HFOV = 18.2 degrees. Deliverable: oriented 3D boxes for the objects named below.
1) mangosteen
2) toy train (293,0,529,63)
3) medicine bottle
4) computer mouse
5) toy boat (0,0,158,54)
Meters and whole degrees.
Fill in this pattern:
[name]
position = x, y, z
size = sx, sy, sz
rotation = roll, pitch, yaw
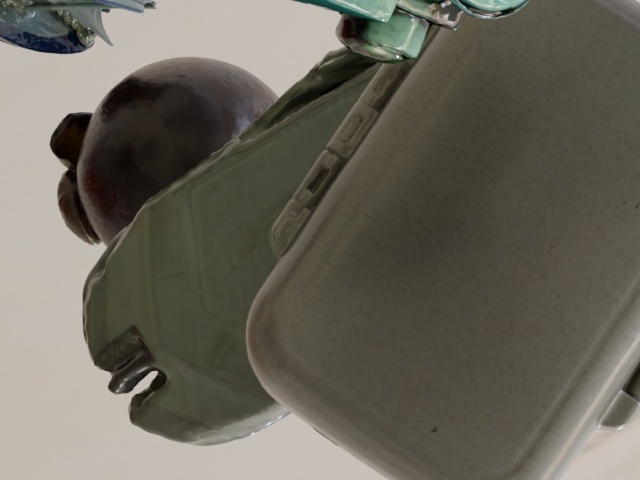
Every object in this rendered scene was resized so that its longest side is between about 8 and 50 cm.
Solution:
[mangosteen]
position = -0.145, -0.059, 1.901
size = 0.265, 0.228, 0.228
rotation = -11, -137, 31
[toy train]
position = 0.040, -0.242, 0.964
size = 0.120, 0.194, 0.298
rotation = 23, -86, 55
[medicine bottle]
position = 0.132, -0.001, 1.403
size = 0.282, 0.123, 0.375
rotation = 33, -99, 8
[computer mouse]
position = -0.001, 0.001, 1.655
size = 0.429, 0.145, 0.228
rotation = -35, -99, 12
[toy boat]
position = -0.257, -0.224, 1.916
size = 0.292, 0.210, 0.070
rotation = 13, -98, 27
